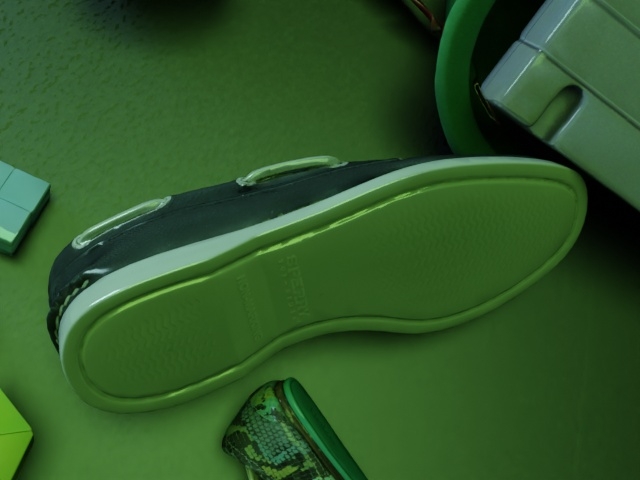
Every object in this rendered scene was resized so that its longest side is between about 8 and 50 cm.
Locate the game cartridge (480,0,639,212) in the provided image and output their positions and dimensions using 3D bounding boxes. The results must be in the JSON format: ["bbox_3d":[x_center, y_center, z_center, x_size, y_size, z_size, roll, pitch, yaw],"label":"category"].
[{"bbox_3d":[0.296,-0.072,0.548,0.355,0.068,0.230,34,99,-14],"label":"game cartridge"}]

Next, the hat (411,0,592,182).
[{"bbox_3d":[0.106,-0.155,0.630,0.173,0.183,0.208,-34,128,-5],"label":"hat"}]

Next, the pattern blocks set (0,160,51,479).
[{"bbox_3d":[-0.281,0.063,0.468,0.285,0.026,0.325,16,58,-8],"label":"pattern blocks set"}]

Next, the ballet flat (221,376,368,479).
[{"bbox_3d":[0.015,0.162,0.532,0.070,0.070,0.188,-37,84,-15],"label":"ballet flat"}]

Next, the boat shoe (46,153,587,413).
[{"bbox_3d":[0.000,0.000,0.537,0.302,0.091,0.114,-12,124,-18],"label":"boat shoe"}]
